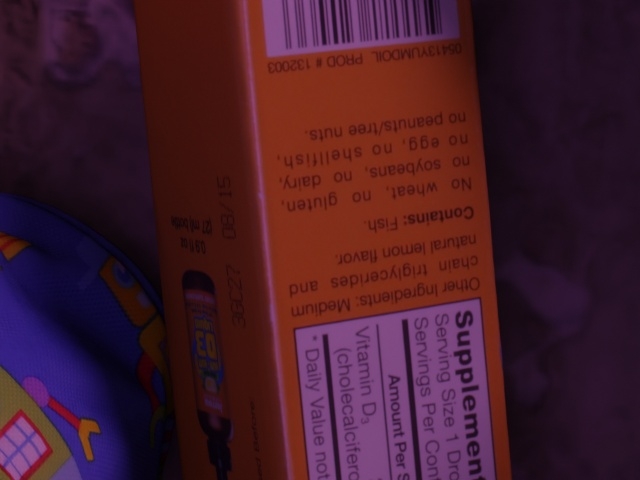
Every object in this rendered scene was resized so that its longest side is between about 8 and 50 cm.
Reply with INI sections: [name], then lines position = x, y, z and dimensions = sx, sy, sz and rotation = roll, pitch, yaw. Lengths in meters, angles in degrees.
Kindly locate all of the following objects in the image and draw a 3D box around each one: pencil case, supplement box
[pencil case]
position = -0.126, 0.095, 0.476
dimensions = 0.133, 0.306, 0.119
rotation = 43, 115, -8
[supplement box]
position = 0.000, 0.000, 0.545
dimensions = 0.080, 0.078, 0.233
rotation = -6, 96, -25
